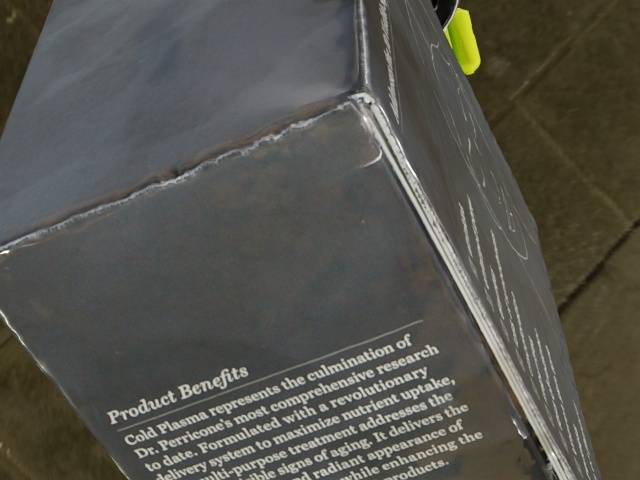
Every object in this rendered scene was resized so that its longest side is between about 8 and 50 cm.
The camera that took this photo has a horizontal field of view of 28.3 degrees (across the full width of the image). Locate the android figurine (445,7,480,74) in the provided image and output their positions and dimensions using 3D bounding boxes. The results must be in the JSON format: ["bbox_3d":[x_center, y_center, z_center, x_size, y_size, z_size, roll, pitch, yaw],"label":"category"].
[{"bbox_3d":[0.118,-0.272,1.931,0.248,0.056,0.272,-15,85,-1],"label":"android figurine"}]

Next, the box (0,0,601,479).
[{"bbox_3d":[0.000,0.000,1.042,0.297,0.480,0.471,-20,123,13],"label":"box"}]

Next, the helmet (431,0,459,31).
[{"bbox_3d":[0.085,-0.315,1.513,0.161,0.169,0.169,10,84,-49],"label":"helmet"}]
